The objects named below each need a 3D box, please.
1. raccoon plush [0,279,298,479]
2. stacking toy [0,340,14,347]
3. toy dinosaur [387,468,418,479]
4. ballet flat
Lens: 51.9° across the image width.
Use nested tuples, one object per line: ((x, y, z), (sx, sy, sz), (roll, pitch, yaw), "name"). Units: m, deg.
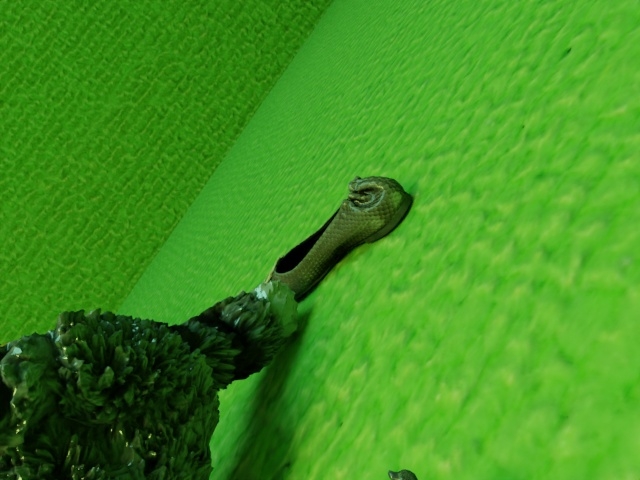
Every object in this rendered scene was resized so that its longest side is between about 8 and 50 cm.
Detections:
((-0.096, 0.201, 0.504), (0.446, 0.299, 0.216), (-27, -21, -37), "raccoon plush")
((-0.390, 0.241, 0.810), (0.350, 0.479, 0.351), (173, 90, -87), "stacking toy")
((0.033, 0.175, 0.273), (0.268, 0.064, 0.118), (-45, 25, 23), "toy dinosaur")
((0.000, 0.000, 0.721), (0.250, 0.058, 0.084), (-37, 22, 46), "ballet flat")
